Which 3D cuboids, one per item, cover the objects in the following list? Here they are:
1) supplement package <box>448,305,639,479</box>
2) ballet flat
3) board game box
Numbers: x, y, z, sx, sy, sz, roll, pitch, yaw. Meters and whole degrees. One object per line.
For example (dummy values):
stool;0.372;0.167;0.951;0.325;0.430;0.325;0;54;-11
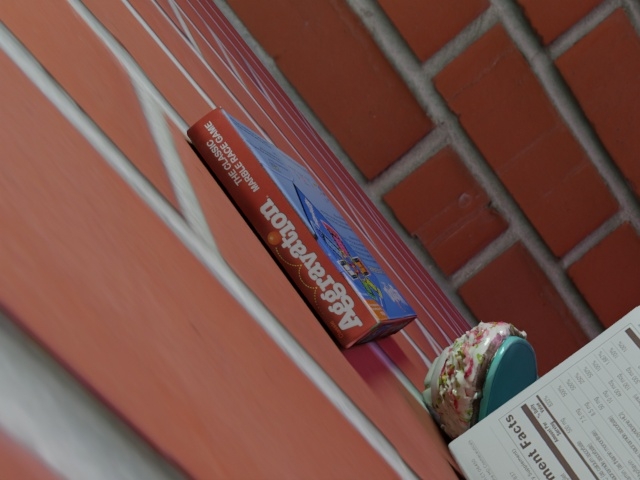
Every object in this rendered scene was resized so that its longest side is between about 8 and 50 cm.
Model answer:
supplement package;0.226;0.207;0.718;0.262;0.145;0.204;48;7;-44
ballet flat;0.111;0.113;0.817;0.077;0.091;0.241;21;-17;29
board game box;0.000;0.000;0.767;0.145;0.027;0.281;52;5;8
